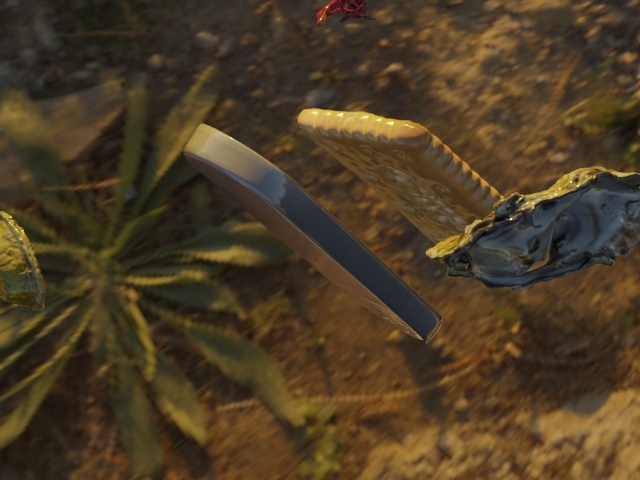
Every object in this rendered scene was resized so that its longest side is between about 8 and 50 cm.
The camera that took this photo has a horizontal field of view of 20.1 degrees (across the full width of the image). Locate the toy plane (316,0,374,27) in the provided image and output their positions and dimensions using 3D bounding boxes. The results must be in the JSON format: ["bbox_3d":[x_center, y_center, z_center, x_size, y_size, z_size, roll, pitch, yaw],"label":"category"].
[{"bbox_3d":[0.038,-0.255,1.349,0.077,0.126,0.194,13,80,7],"label":"toy plane"}]

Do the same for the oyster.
[{"bbox_3d":[0.159,-0.011,1.299,0.165,0.108,0.053,-19,62,-5],"label":"oyster"}]

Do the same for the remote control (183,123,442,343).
[{"bbox_3d":[0.000,0.000,1.047,0.077,0.245,0.022,31,84,38],"label":"remote control"}]

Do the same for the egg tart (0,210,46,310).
[{"bbox_3d":[-0.296,0.024,1.723,0.105,0.039,0.105,48,151,39],"label":"egg tart"}]

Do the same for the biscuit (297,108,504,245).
[{"bbox_3d":[0.100,-0.045,1.658,0.160,0.249,0.030,13,71,46],"label":"biscuit"}]
